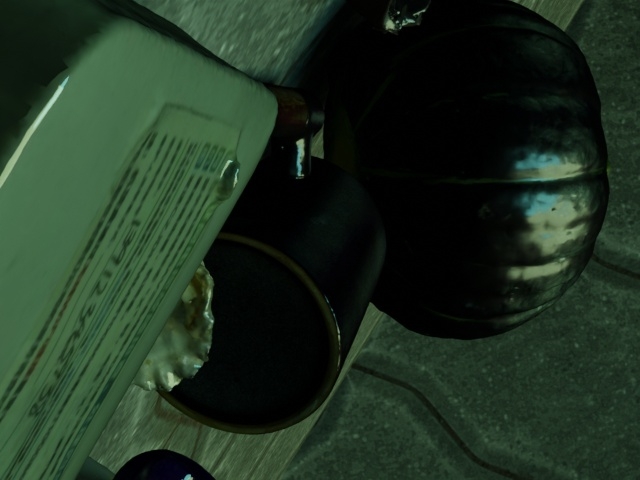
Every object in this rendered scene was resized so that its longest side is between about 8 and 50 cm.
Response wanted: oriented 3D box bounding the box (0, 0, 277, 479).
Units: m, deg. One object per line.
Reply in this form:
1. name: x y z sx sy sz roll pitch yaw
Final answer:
1. box: -0.173 0.070 0.720 0.396 0.111 0.396 -59 173 4

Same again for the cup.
1. cup: -0.023 0.003 1.219 0.239 0.166 0.177 -62 175 31

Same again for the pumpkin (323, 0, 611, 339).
1. pumpkin: 0.144 -0.062 1.381 0.296 0.296 0.296 -57 172 -12

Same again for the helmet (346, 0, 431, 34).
1. helmet: 0.048 -0.206 1.198 0.098 0.070 0.123 -67 163 15

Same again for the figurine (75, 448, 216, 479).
1. figurine: -0.164 0.228 1.108 0.154 0.193 0.421 -54 180 -22

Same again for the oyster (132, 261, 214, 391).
1. oyster: -0.125 0.055 1.137 0.121 0.045 0.146 -35 137 -2
